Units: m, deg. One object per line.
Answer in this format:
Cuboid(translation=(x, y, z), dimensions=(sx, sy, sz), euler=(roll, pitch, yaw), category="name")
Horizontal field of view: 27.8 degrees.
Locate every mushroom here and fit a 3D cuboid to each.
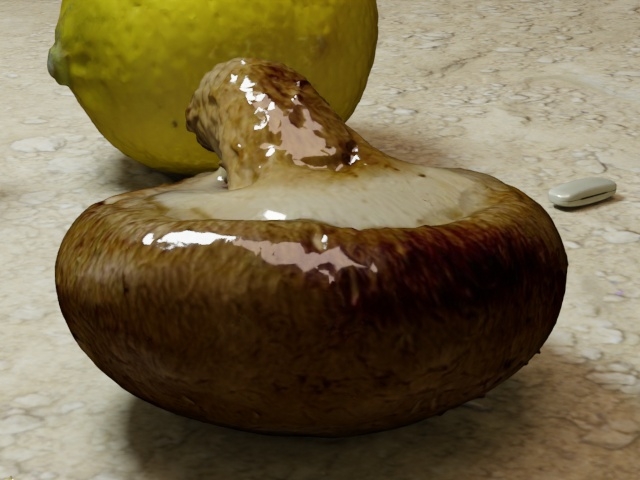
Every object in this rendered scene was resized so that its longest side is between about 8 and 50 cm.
Cuboid(translation=(0.002, 0.024, 0.899), dimensions=(0.345, 0.239, 0.345), euler=(-13, 34, 9), category="mushroom")

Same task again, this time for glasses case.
Cuboid(translation=(0.268, -0.050, 1.326), dimensions=(0.083, 0.021, 0.032), euler=(-14, 26, -34), category="glasses case")

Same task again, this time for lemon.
Cuboid(translation=(-0.106, -0.221, 1.364), dimensions=(0.336, 0.336, 0.336), euler=(1, 21, 0), category="lemon")

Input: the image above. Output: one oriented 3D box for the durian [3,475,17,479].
Cuboid(translation=(-0.171, 0.174, 0.547), dimensions=(0.078, 0.140, 0.224), euler=(36, -8, -23), category="durian")
